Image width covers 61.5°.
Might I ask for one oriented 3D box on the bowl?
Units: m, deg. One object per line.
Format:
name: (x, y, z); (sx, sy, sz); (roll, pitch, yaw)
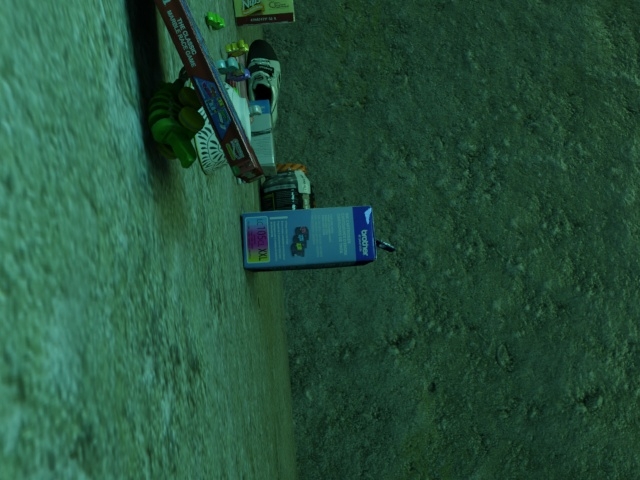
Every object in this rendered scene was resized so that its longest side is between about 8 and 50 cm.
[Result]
bowl: (-0.161, -0.199, 0.905); (0.170, 0.080, 0.170); (175, -90, -88)

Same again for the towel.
towel: (-0.207, -0.330, 1.382); (0.329, 0.037, 0.237); (-96, -179, -47)

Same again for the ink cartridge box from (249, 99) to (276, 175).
ink cartridge box: (-0.187, -0.315, 1.678); (0.148, 0.085, 0.203); (102, -16, -83)

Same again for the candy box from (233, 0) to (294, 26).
candy box: (-0.180, -0.765, 1.768); (0.316, 0.182, 0.088); (-98, -176, -64)

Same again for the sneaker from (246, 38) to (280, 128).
sneaker: (-0.195, -0.553, 1.853); (0.146, 0.122, 0.331); (111, -26, -82)

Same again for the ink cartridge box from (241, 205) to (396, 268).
ink cartridge box: (0.000, 0.000, 1.455); (0.270, 0.394, 0.151); (98, -13, -85)

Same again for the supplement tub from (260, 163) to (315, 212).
supplement tub: (-0.119, -0.108, 2.039); (0.207, 0.206, 0.339); (97, -12, -83)

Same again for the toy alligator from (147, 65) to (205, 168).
toy alligator: (-0.168, -0.153, 0.603); (0.051, 0.056, 0.190); (27, 35, -38)

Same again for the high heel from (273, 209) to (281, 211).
high heel: (-0.177, 0.036, 1.759); (0.261, 0.093, 0.186); (110, -4, -63)

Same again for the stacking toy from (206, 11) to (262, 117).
stacking toy: (-0.191, -0.364, 1.148); (0.221, 0.052, 0.167); (-13, 90, -80)

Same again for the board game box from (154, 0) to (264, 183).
board game box: (-0.135, -0.200, 0.599); (0.145, 0.027, 0.282); (-133, -161, -86)
